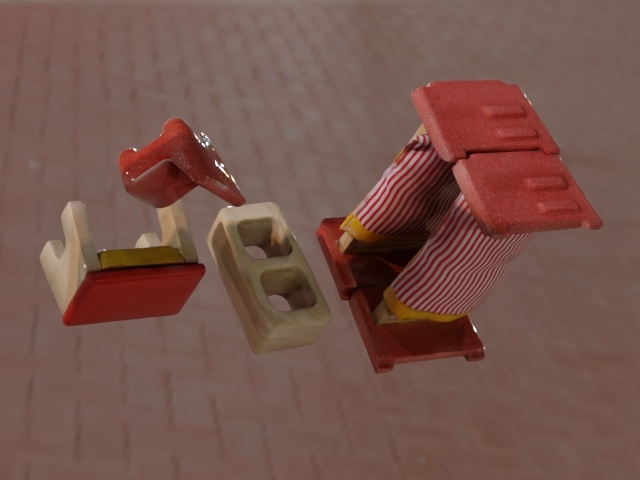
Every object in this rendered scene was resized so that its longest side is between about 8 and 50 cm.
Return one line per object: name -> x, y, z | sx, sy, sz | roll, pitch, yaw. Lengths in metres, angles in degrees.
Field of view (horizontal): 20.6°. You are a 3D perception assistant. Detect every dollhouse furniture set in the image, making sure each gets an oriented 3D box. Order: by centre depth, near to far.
dollhouse furniture set -> 0.000, 0.000, 1.366 | 0.374, 0.201, 0.152 | -6, 57, -33
